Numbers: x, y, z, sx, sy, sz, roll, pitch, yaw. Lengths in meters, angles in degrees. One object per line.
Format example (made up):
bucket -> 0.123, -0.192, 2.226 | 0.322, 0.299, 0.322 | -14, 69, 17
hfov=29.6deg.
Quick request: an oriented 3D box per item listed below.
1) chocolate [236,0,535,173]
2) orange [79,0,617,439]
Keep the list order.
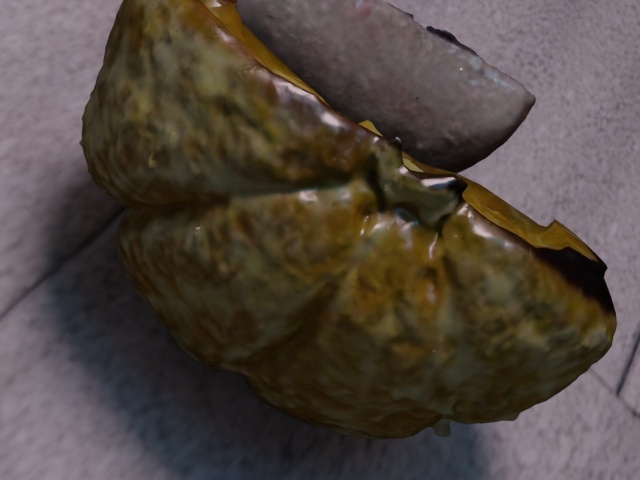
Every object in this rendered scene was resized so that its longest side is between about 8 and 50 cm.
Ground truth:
chocolate -> 0.002, -0.130, 0.942 | 0.303, 0.185, 0.100 | 28, 80, -18
orange -> 0.000, 0.000, 0.780 | 0.369, 0.210, 0.271 | 32, 11, -12
